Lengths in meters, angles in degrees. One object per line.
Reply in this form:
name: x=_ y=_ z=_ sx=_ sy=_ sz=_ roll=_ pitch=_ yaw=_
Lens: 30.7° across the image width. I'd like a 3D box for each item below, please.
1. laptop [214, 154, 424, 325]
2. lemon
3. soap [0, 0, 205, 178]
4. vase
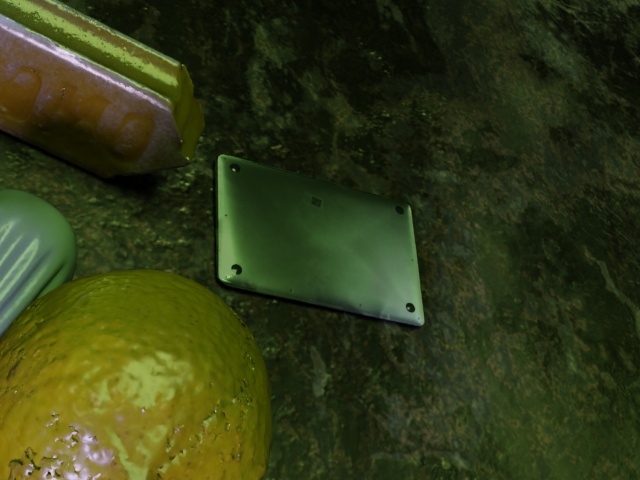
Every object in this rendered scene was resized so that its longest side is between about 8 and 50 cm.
laptop: x=0.000 y=0.000 z=1.385 sx=0.269 sy=0.015 sz=0.188 roll=14 pitch=51 yaw=-23
lemon: x=-0.165 y=0.151 z=0.998 sx=0.257 sy=0.258 sz=0.310 roll=25 pitch=18 yaw=-13
soap: x=-0.250 y=-0.156 z=1.249 sx=0.257 sy=0.160 sz=0.080 roll=26 pitch=49 yaw=-12
vase: x=-0.324 y=0.070 z=1.063 sx=0.128 sy=0.128 sz=0.248 roll=33 pitch=55 yaw=-6
